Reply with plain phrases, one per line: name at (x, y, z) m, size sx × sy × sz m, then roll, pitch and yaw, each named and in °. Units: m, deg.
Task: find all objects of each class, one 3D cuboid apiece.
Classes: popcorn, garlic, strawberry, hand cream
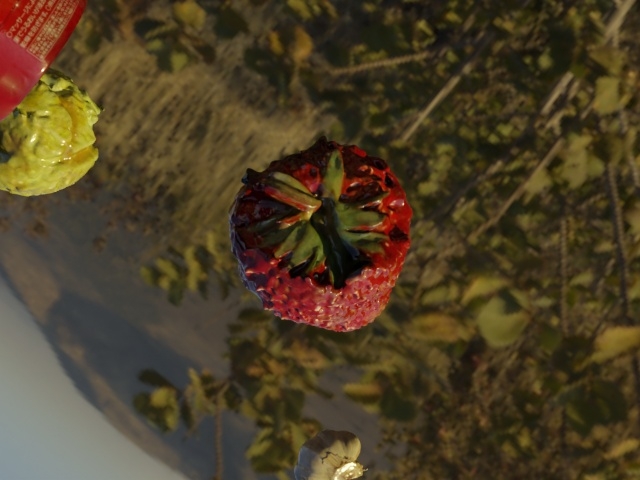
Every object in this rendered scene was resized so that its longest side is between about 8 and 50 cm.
popcorn at (-0.399, -0.165, 1.533) m, size 0.198 × 0.198 × 0.212 m, roll 45°, pitch -171°, yaw -25°
garlic at (0.007, 0.334, 1.700) m, size 0.094 × 0.113 × 0.074 m, roll 39°, pitch 159°, yaw 54°
strawberry at (0.001, 0.004, 1.540) m, size 0.261 × 0.261 × 0.257 m, roll 38°, pitch 162°, yaw 5°
hand cream at (-0.357, -0.232, 1.203) m, size 0.125 × 0.193 × 0.193 m, roll 37°, pitch 169°, yaw -23°
